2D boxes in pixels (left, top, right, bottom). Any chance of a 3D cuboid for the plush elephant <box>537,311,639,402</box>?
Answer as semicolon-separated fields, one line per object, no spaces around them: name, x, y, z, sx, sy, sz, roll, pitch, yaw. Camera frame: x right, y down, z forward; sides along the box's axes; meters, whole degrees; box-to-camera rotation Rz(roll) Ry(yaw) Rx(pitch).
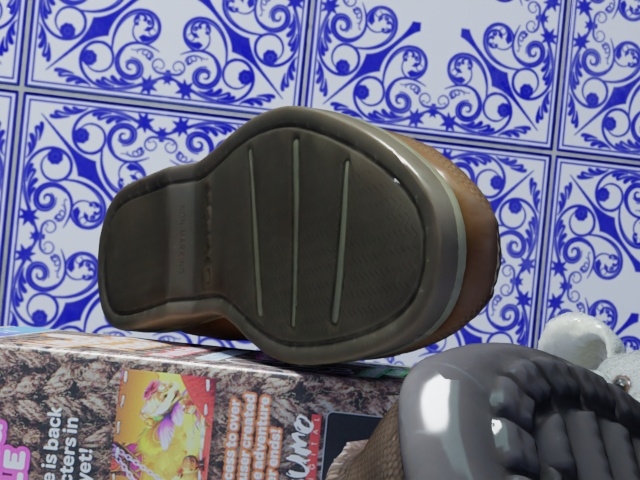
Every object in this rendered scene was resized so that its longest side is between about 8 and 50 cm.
plush elephant;0.199;0.179;0.936;0.271;0.255;0.330;5;0;37

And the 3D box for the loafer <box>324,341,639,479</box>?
loafer;0.086;0.180;0.416;0.130;0.366;0.134;-23;34;16

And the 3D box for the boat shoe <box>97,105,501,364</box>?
boat shoe;0.000;0.000;0.695;0.104;0.111;0.307;5;-1;-31

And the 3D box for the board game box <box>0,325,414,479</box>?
board game box;-0.037;0.169;0.680;0.291;0.232;0.141;6;-1;6
